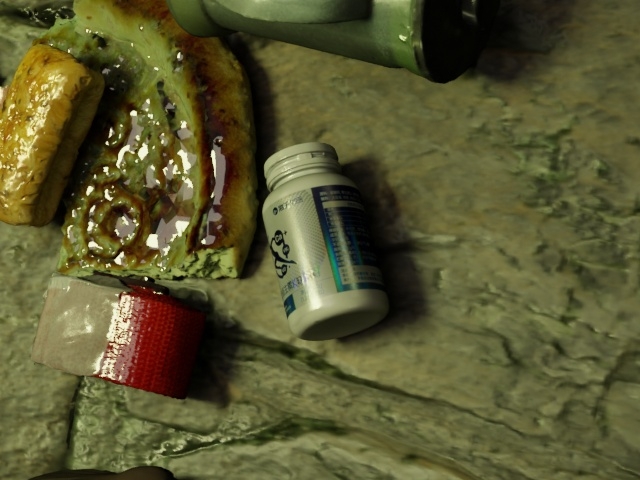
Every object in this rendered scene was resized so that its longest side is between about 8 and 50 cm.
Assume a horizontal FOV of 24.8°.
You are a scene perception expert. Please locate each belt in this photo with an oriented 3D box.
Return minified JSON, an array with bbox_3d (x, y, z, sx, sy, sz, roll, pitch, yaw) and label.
[{"bbox_3d":[-0.222,0.095,1.590,0.200,0.128,0.124,11,82,29],"label":"belt"}]

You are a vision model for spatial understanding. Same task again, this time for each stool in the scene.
[{"bbox_3d":[-0.236,0.304,1.561,0.217,0.125,0.121,-3,94,7],"label":"stool"}]

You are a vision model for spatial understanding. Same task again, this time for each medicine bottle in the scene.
[{"bbox_3d":[0.000,0.000,1.515,0.107,0.107,0.192,-22,70,20],"label":"medicine bottle"}]

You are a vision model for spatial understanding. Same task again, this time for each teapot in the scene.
[{"bbox_3d":[0.011,-0.271,1.496,0.337,0.270,0.200,16,116,27],"label":"teapot"}]

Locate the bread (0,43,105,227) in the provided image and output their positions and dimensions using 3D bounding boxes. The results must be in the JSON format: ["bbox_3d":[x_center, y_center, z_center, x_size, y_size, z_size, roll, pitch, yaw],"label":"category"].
[{"bbox_3d":[-0.330,-0.121,1.683,0.114,0.083,0.211,30,99,39],"label":"bread"}]

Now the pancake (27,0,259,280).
[{"bbox_3d":[-0.215,-0.137,1.678,0.304,0.067,0.427,-18,72,23],"label":"pancake"}]

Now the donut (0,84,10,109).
[{"bbox_3d":[-0.420,-0.160,1.774,0.166,0.065,0.117,20,99,37],"label":"donut"}]
